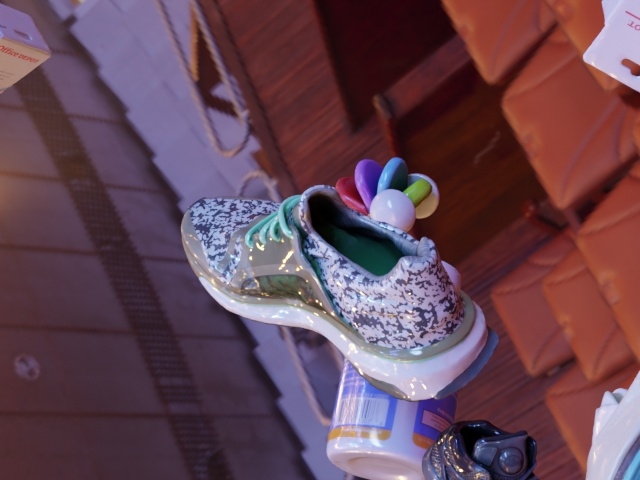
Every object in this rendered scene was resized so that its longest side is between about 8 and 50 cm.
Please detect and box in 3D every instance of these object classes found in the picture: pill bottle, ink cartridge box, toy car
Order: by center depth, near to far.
[{"bbox_3d":[0.322,-0.220,0.963,0.104,0.181,0.061,27,-146,-8],"label":"ink cartridge box"},{"bbox_3d":[-0.334,-0.172,1.045,0.052,0.122,0.088,61,-166,10],"label":"ink cartridge box"},{"bbox_3d":[0.105,0.162,1.395,0.152,0.152,0.272,35,-123,-38],"label":"pill bottle"},{"bbox_3d":[0.093,-0.065,1.774,0.136,0.182,0.159,56,-145,1],"label":"toy car"}]

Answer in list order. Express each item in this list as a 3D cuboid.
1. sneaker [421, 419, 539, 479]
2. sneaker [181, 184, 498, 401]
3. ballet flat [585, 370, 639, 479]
[{"bbox_3d":[0.194,0.281,1.122,0.087,0.130,0.227,-18,-119,-25],"label":"sneaker"},{"bbox_3d":[0.000,0.000,1.131,0.410,0.158,0.182,23,140,38],"label":"sneaker"},{"bbox_3d":[0.227,0.099,0.702,0.086,0.248,0.086,23,-164,-7],"label":"ballet flat"}]
